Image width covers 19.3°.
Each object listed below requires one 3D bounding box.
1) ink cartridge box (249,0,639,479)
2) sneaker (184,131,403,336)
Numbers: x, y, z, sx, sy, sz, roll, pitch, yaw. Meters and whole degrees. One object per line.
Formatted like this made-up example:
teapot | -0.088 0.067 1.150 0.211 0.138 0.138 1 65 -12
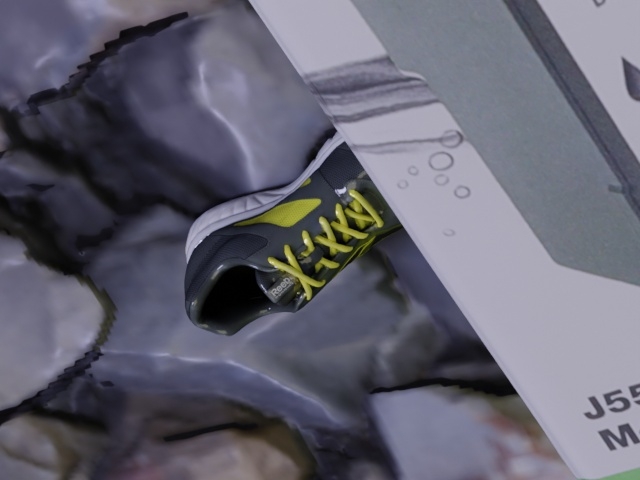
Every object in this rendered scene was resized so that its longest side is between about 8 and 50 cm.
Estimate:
ink cartridge box | 0.100 -0.069 0.336 0.198 0.115 0.273 -21 124 25
sneaker | 0.000 0.000 0.464 0.083 0.035 0.031 -30 121 29
